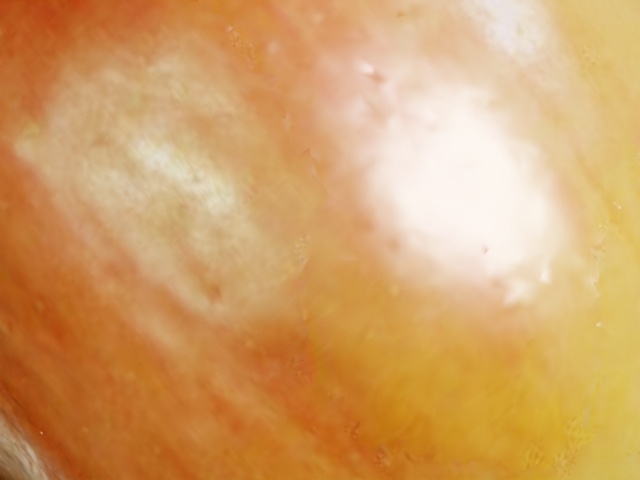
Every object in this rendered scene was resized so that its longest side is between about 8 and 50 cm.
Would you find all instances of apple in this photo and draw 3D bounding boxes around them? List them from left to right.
[{"bbox_3d":[0.000,0.000,0.485,0.241,0.242,0.242,52,122,19],"label":"apple"}]
